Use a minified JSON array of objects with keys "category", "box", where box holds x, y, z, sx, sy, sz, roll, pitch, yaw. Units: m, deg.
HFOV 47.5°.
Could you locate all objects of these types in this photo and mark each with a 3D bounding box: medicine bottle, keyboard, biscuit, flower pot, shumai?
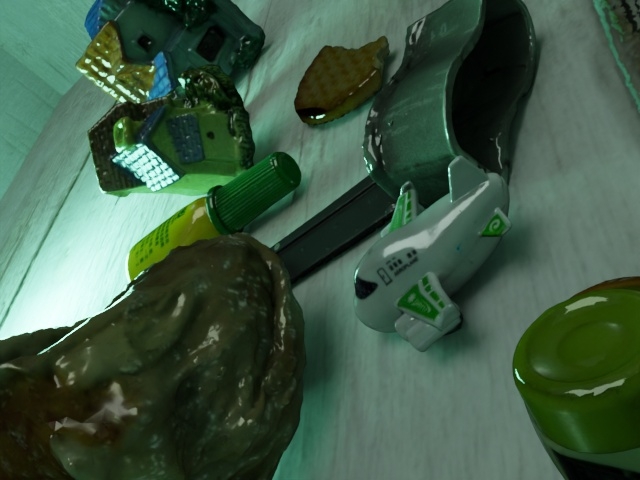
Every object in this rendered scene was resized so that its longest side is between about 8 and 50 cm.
[{"category":"medicine bottle","box":[-0.153,-0.024,0.993,0.308,0.076,0.111,-33,35,30]},{"category":"keyboard","box":[0.000,0.000,0.804,0.231,0.023,0.072,-35,38,27]},{"category":"biscuit","box":[0.031,-0.237,1.037,0.176,0.031,0.229,-34,30,25]},{"category":"flower pot","box":[0.128,-0.145,0.707,0.108,0.103,0.229,-18,42,46]},{"category":"shumai","box":[-0.178,0.107,0.617,0.267,0.262,0.314,22,83,44]}]

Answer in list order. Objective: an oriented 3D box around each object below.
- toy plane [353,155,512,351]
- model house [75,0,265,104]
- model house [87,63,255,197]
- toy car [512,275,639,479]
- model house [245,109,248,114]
[{"category":"toy plane","box":[0.087,0.010,0.599,0.174,0.080,0.174,-44,30,33]},{"category":"model house","box":[-0.332,-0.336,1.401,0.251,0.295,0.329,-16,40,53]},{"category":"model house","box":[-0.233,-0.158,1.079,0.214,0.189,0.195,-9,93,52]},{"category":"toy car","box":[0.224,0.051,0.319,0.235,0.145,0.235,-28,22,12]},{"category":"model house","box":[-0.194,-0.215,1.260,0.101,0.100,0.087,-53,28,-8]}]
